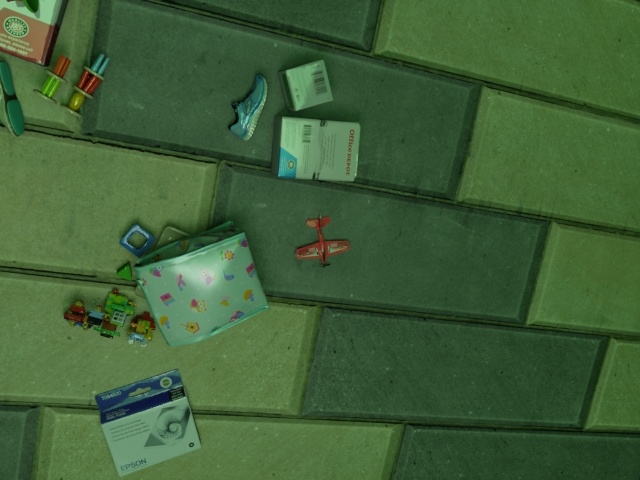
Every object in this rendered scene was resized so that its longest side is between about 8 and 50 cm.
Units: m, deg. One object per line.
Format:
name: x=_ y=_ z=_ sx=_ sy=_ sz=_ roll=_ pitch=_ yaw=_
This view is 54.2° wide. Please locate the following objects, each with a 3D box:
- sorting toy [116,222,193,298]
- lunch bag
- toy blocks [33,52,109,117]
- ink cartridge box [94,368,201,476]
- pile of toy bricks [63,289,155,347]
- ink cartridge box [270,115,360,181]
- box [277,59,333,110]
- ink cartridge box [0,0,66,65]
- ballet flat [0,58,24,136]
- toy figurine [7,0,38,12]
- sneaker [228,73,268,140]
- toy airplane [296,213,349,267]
sorting toy: x=-0.339 y=0.079 z=1.553 sx=0.347 sy=0.047 sz=0.196 roll=25 pitch=97 yaw=-21
lunch bag: x=-0.281 y=0.105 z=1.468 sx=0.262 sy=0.160 sz=0.224 roll=-23 pitch=111 yaw=-15
toy blocks: x=-0.537 y=-0.359 z=1.366 sx=0.148 sy=0.054 sz=0.123 roll=-58 pitch=146 yaw=2
ink cartridge box: x=-0.440 y=0.469 z=1.607 sx=0.223 sy=0.045 sz=0.224 roll=-17 pitch=106 yaw=-13
pile of toy bricks: x=-0.498 y=0.172 z=1.503 sx=0.212 sy=0.118 sz=0.105 roll=18 pitch=64 yaw=-11
ink cartridge box: x=-0.013 y=-0.229 z=1.563 sx=0.203 sy=0.086 sz=0.148 roll=2 pitch=101 yaw=-18
box: x=-0.037 y=-0.377 z=1.522 sx=0.101 sy=0.087 sz=0.101 roll=-18 pitch=107 yaw=-12
ink cartridge box: x=-0.636 y=-0.582 z=1.250 sx=0.279 sy=0.160 sz=0.385 roll=18 pitch=97 yaw=-21
ballet flat: x=-0.690 y=-0.308 z=1.361 sx=0.052 sy=0.057 sz=0.168 roll=-5 pitch=101 yaw=12
toy figurine: x=-0.623 y=-0.494 z=1.140 sx=0.159 sy=0.130 sz=0.173 roll=-10 pitch=85 yaw=-6
sneaker: x=-0.176 y=-0.326 z=1.504 sx=0.073 sy=0.063 sz=0.162 roll=19 pitch=96 yaw=-17
toy airplane: x=0.000 y=0.000 z=1.649 sx=0.151 sy=0.028 sz=0.151 roll=-4 pitch=103 yaw=-18
